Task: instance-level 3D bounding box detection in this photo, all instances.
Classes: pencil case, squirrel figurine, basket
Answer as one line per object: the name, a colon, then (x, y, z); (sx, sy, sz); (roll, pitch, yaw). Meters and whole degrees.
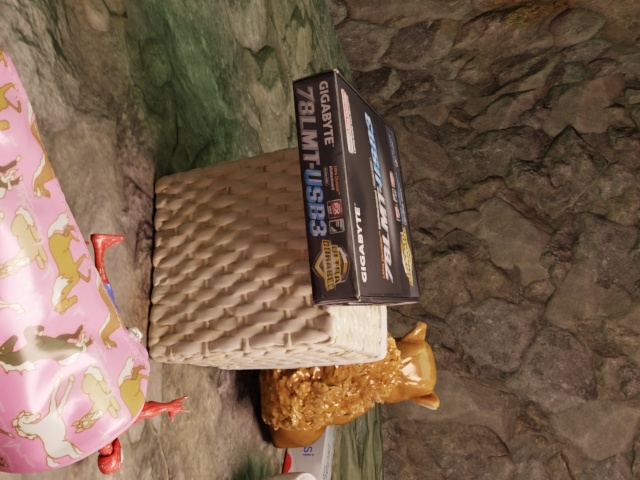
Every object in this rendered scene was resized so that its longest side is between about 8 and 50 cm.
pencil case: (-0.287, 0.015, 0.494); (0.167, 0.159, 0.387); (-84, 162, -62)
squirrel figurine: (0.068, 0.288, 1.179); (0.397, 0.369, 0.281); (85, 1, -76)
basket: (-0.085, 0.043, 0.945); (0.266, 0.331, 0.329); (31, 53, -64)

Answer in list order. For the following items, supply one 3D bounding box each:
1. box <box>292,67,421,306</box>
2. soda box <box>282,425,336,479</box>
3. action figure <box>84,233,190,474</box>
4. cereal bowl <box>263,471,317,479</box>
box: (0.061, -0.053, 0.816); (0.293, 0.073, 0.296); (17, 65, -67)
soda box: (-0.032, 0.559, 1.343); (0.286, 0.097, 0.091); (-78, 158, -49)
action figure: (-0.248, 0.139, 0.710); (0.139, 0.091, 0.281); (10, 74, -65)
cereal bowl: (-0.089, 0.601, 1.028); (0.339, 0.141, 0.339); (-6, 90, -76)
